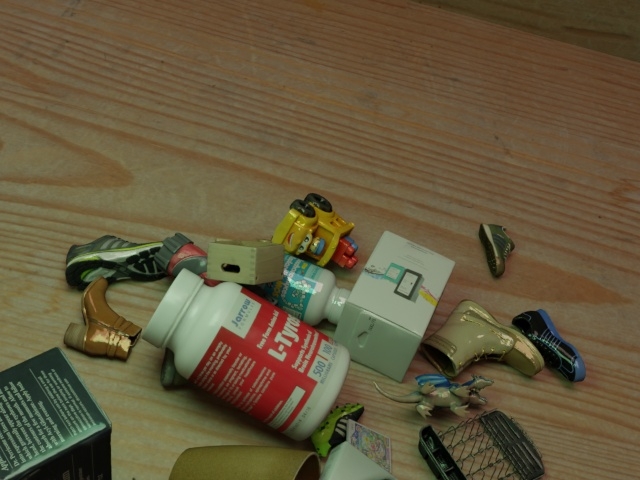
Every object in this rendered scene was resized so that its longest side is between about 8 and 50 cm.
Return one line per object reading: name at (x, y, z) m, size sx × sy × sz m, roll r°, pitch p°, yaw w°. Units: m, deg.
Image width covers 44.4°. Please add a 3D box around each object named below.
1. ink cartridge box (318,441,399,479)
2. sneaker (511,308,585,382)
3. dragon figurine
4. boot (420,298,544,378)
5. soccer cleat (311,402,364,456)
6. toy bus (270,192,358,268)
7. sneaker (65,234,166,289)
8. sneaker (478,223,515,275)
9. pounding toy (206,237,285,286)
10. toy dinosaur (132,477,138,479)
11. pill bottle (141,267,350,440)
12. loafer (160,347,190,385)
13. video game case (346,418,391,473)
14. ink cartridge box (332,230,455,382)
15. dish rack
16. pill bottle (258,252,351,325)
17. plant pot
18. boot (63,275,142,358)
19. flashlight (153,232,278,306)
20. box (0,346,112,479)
ink cartridge box at (0.099, 0.569, 1.527) m, size 0.275 × 0.060 × 0.239 m, roll 38°, pitch 45°, yaw -8°
sneaker at (0.574, 0.272, 1.992) m, size 0.090 × 0.081 × 0.232 m, roll -10°, pitch 43°, yaw -19°
dragon figurine at (0.262, 0.355, 1.805) m, size 0.289 × 0.144 × 0.085 m, roll -1°, pitch 88°, yaw 0°
boot at (0.396, 0.281, 1.923) m, size 0.262 × 0.095 × 0.203 m, roll 39°, pitch 52°, yaw 19°
soccer cleat at (0.040, 0.415, 1.735) m, size 0.060 × 0.072 × 0.179 m, roll -6°, pitch 11°, yaw 38°
toy bus at (0.000, 0.000, 2.033) m, size 0.211 × 0.149 × 0.220 m, roll 38°, pitch 23°, yaw 12°
sneaker at (-0.484, 0.032, 1.939) m, size 0.300 × 0.111 × 0.121 m, roll -6°, pitch 40°, yaw -26°
sneaker at (0.513, 0.021, 2.222) m, size 0.086 × 0.064 × 0.192 m, roll 0°, pitch 43°, yaw -7°
pounding toy at (-0.171, 0.048, 1.799) m, size 0.181 × 0.094 × 0.206 m, roll 6°, pitch 5°, yaw 27°
toy dinosaur at (-0.346, 0.571, 1.447) m, size 0.295 × 0.127 × 0.200 m, roll 42°, pitch 60°, yaw 4°
pill bottle at (-0.159, 0.234, 1.672) m, size 0.407 × 0.229 × 0.229 m, roll 31°, pitch 45°, yaw -6°
loafer at (-0.308, 0.231, 1.810) m, size 0.087 × 0.094 × 0.251 m, roll 16°, pitch 49°, yaw -15°
video game case at (0.105, 0.449, 1.706) m, size 0.122 × 0.011 × 0.087 m, roll 30°, pitch 39°, yaw -26°
ink cartridge box at (0.176, 0.159, 1.913) m, size 0.197 × 0.198 × 0.270 m, roll 25°, pitch 47°, yaw 9°
dish rack at (0.366, 0.476, 1.742) m, size 0.271 × 0.074 × 0.208 m, roll -15°, pitch 53°, yaw -27°
pill bottle at (-0.061, 0.118, 1.929) m, size 0.264 × 0.146 × 0.146 m, roll 21°, pitch 45°, yaw 6°
plant pot at (-0.158, 0.494, 1.512) m, size 0.254 × 0.237 × 0.237 m, roll 11°, pitch 43°, yaw 18°
boot at (-0.485, 0.182, 1.817) m, size 0.152 × 0.073 × 0.197 m, roll 14°, pitch 57°, yaw 1°
flashlight at (-0.253, 0.103, 1.854) m, size 0.304 × 0.103 × 0.103 m, roll 37°, pitch 32°, yaw 17°
box at (-0.593, 0.423, 1.397) m, size 0.395 × 0.293 × 0.212 m, roll -25°, pitch 57°, yaw -32°
